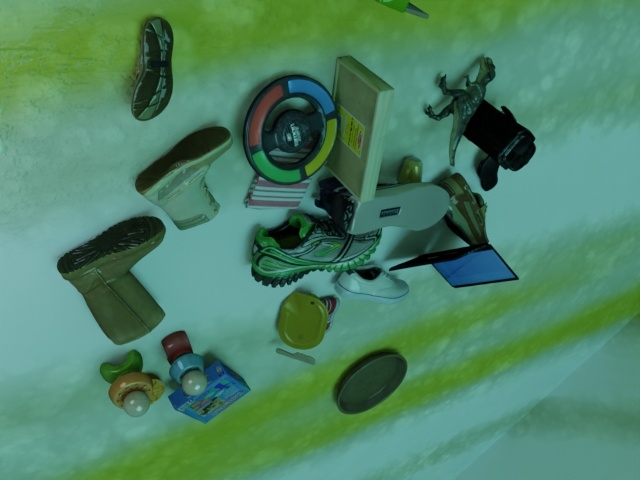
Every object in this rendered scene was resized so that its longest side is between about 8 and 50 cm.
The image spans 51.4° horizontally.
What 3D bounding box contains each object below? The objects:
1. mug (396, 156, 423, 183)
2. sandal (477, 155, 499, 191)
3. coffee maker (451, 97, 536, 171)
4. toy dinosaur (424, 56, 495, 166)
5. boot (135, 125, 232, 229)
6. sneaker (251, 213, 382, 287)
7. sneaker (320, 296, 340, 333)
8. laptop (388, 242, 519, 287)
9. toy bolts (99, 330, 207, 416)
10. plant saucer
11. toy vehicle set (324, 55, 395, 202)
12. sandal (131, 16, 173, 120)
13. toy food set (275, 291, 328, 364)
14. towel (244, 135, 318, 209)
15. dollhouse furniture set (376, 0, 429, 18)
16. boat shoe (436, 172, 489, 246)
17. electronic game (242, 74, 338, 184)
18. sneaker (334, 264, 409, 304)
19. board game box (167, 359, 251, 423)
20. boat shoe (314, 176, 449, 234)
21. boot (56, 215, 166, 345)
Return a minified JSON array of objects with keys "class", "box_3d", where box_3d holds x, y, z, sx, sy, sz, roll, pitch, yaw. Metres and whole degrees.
[{"class":"mug","box_3d":[0.229,-0.170,1.658,0.062,0.078,0.064,3,118,-13]},{"class":"sandal","box_3d":[0.461,-0.194,1.842,0.067,0.040,0.179,-31,154,-2]},{"class":"coffee maker","box_3d":[0.420,-0.262,1.633,0.171,0.178,0.120,2,124,-38]},{"class":"toy dinosaur","box_3d":[0.320,-0.318,1.566,0.118,0.064,0.268,21,99,-6]},{"class":"boot","box_3d":[-0.242,-0.121,1.341,0.213,0.077,0.165,-34,139,2]},{"class":"sneaker","box_3d":[0.000,0.000,1.590,0.344,0.134,0.146,-18,135,-23]},{"class":"sneaker","box_3d":[0.006,0.211,1.857,0.067,0.042,0.118,-1,119,-41]},{"class":"laptop","box_3d":[0.373,0.093,1.858,0.264,0.234,0.136,-18,92,-43]},{"class":"toy bolts","box_3d":[-0.380,0.356,1.607,0.229,0.158,0.218,-27,138,-15]},{"class":"plant saucer","box_3d":[0.167,0.472,2.221,0.278,0.041,0.277,-21,136,-22]},{"class":"toy vehicle set","box_3d":[0.075,-0.233,1.408,0.035,0.166,0.266,-15,135,-26]},{"class":"sandal","box_3d":[-0.297,-0.299,1.163,0.072,0.049,0.180,-6,115,-40]},{"class":"toy food set","box_3d":[-0.048,0.223,1.812,0.128,0.071,0.217,13,118,-1]},{"class":"towel","box_3d":[-0.078,-0.151,1.477,0.144,0.029,0.197,1,128,-38]},{"class":"dollhouse furniture set","box_3d":[0.178,-0.565,1.157,0.151,0.197,0.301,4,124,-38]},{"class":"boat shoe","box_3d":[0.411,-0.075,1.845,0.120,0.122,0.324,-46,140,3]},{"class":"electronic game","box_3d":[-0.058,-0.225,1.370,0.229,0.048,0.229,-17,120,-31]},{"class":"sneaker","box_3d":[0.161,0.118,1.849,0.258,0.094,0.091,4,126,-39]},{"class":"board game box","box_3d":[-0.292,0.409,1.778,0.160,0.047,0.210,-36,152,-5]},{"class":"boat shoe","box_3d":[0.147,-0.104,1.593,0.341,0.158,0.127,-4,120,-38]},{"class":"boot","box_3d":[-0.396,0.088,1.415,0.236,0.089,0.269,-23,138,-3]}]
